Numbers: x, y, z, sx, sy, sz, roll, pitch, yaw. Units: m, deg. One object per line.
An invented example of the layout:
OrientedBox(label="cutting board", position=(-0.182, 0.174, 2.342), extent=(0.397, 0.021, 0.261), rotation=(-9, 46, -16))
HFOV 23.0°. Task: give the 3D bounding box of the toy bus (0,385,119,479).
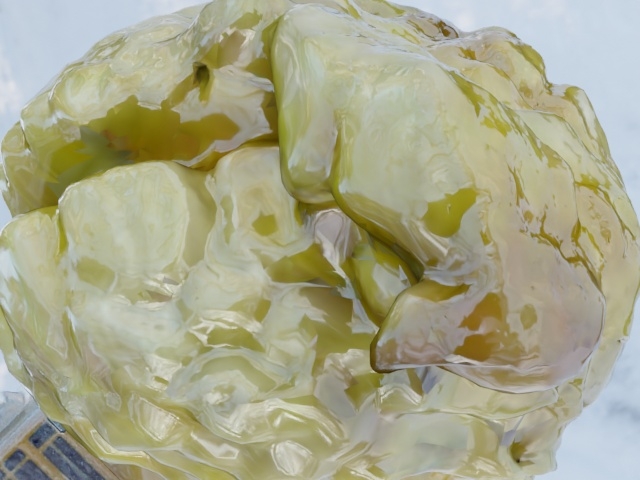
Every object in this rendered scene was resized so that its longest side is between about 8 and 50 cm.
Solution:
OrientedBox(label="toy bus", position=(-0.201, 0.171, 0.965), extent=(0.103, 0.182, 0.091), rotation=(47, 174, -17))

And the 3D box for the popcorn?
OrientedBox(label="popcorn", position=(0.000, 0.000, 0.617), extent=(0.332, 0.265, 0.225), rotation=(154, 119, -79))
